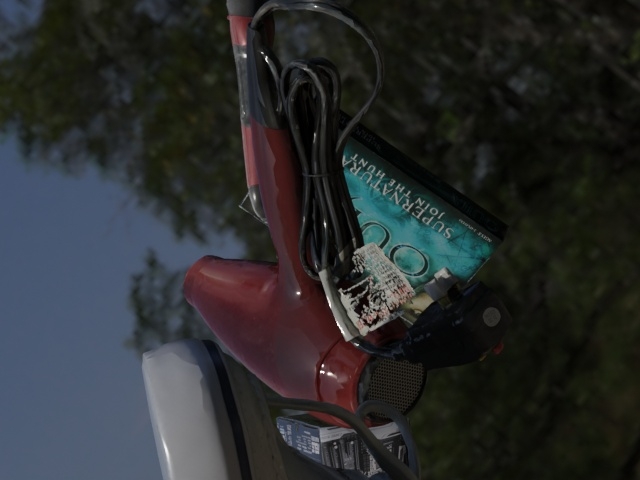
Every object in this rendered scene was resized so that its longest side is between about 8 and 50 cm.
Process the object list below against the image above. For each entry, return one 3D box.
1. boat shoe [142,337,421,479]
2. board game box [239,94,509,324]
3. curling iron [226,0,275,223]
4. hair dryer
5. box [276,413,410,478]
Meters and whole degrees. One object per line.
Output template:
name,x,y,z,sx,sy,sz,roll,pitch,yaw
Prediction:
boat shoe,0.014,0.165,0.897,0.156,0.136,0.367,-16,-44,-2
board game box,0.041,-0.019,1.374,0.126,0.186,0.026,-53,4,40
curling iron,-0.039,-0.137,1.116,0.035,0.274,0.068,-16,-10,31
hair dryer,0.000,0.000,0.988,0.080,0.223,0.293,-18,-11,-33
box,0.025,0.273,1.498,0.076,0.242,0.307,-6,-4,-8
